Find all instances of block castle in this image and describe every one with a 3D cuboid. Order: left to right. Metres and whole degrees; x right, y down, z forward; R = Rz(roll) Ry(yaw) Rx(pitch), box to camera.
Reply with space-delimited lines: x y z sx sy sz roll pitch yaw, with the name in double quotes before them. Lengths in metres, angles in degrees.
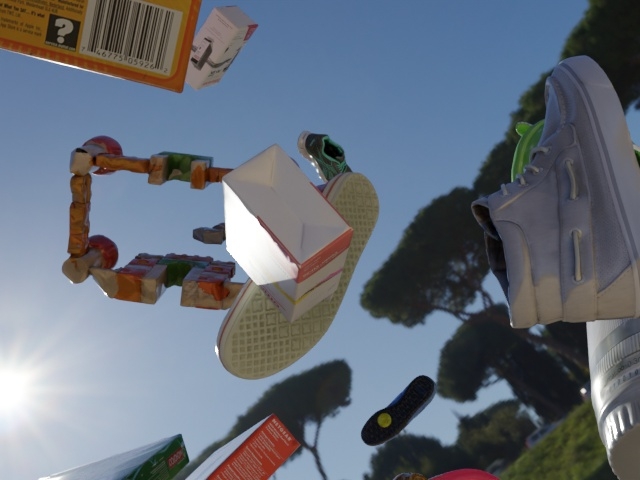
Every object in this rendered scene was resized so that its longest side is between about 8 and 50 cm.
"block castle" -0.277 -0.040 1.537 0.213 0.453 0.303 -82 -2 -79

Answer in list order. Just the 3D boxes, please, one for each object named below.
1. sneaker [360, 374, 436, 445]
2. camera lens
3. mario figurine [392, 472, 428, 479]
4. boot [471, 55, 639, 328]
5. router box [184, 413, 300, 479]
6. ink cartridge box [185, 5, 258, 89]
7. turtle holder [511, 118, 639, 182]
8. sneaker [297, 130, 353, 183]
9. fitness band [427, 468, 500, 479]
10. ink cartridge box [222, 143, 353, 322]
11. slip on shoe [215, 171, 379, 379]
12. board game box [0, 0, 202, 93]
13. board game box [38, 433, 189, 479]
"sneaker" 0.182 0.390 1.703 0.209 0.069 0.082 -42 -25 -7
"camera lens" 0.392 0.106 0.780 0.219 0.219 0.274 106 180 -47
"mario figurine" -0.031 0.335 0.720 0.320 0.170 0.198 -45 -44 19
"boot" 0.181 -0.048 0.606 0.123 0.258 0.095 -9 -42 10
"router box" -0.225 0.498 1.450 0.301 0.082 0.335 -39 -4 -39
"ink cartridge box" -0.179 -0.330 1.297 0.135 0.056 0.099 -49 0 25
"turtle holder" 0.535 -0.109 1.514 0.320 0.227 0.243 46 -115 -32
"sneaker" 0.026 -0.161 1.543 0.166 0.076 0.065 40 -114 -36
"fitness band" 0.263 0.541 1.408 0.290 0.209 0.054 -5 -35 -33
"ink cartridge box" -0.037 0.007 0.759 0.067 0.115 0.198 -36 -17 -18
"slip on shoe" -0.033 0.040 0.948 0.123 0.101 0.331 53 -132 -25
"board game box" -0.296 -0.400 0.842 0.356 0.356 0.356 12 -75 -16
"board game box" -0.299 0.315 0.914 0.213 0.046 0.317 -19 -5 3
